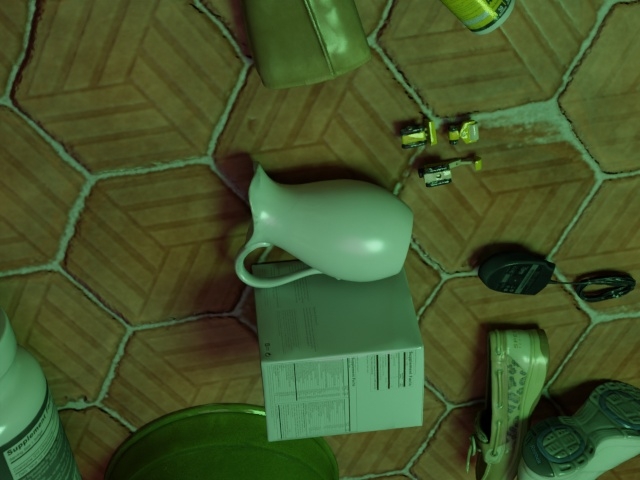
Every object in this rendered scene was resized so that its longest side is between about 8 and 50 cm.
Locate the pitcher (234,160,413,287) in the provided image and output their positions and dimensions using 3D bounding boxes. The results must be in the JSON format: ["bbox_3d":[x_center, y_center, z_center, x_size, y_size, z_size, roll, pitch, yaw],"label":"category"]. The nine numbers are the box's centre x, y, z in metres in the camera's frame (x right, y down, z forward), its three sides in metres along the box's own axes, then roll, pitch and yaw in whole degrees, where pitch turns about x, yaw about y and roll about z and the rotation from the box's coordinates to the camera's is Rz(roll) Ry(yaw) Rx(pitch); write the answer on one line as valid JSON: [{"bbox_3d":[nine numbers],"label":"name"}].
[{"bbox_3d":[0.000,0.000,1.510,0.207,0.125,0.177,12,127,-5],"label":"pitcher"}]

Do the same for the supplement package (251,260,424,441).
[{"bbox_3d":[0.020,0.137,1.568,0.203,0.194,0.149,-5,129,-3],"label":"supplement package"}]

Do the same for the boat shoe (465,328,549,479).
[{"bbox_3d":[0.260,0.248,1.754,0.089,0.104,0.285,6,116,-7],"label":"boat shoe"}]

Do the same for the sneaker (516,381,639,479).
[{"bbox_3d":[0.395,0.302,1.767,0.297,0.111,0.129,-14,140,-30],"label":"sneaker"}]

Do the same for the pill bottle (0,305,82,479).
[{"bbox_3d":[-0.452,0.260,1.590,0.210,0.210,0.363,-9,128,-1],"label":"pill bottle"}]

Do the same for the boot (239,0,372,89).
[{"bbox_3d":[0.011,-0.310,1.297,0.236,0.089,0.269,-8,128,14],"label":"boot"}]

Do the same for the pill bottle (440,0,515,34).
[{"bbox_3d":[0.160,-0.290,1.341,0.065,0.065,0.116,-40,122,21],"label":"pill bottle"}]

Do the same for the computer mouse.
[{"bbox_3d":[0.325,0.046,1.645,0.242,0.041,0.071,8,135,-22],"label":"computer mouse"}]

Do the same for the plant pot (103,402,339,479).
[{"bbox_3d":[-0.135,0.488,1.718,0.367,0.353,0.366,-3,127,-5],"label":"plant pot"}]

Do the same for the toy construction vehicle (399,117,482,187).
[{"bbox_3d":[0.151,-0.116,1.498,0.098,0.035,0.086,-13,117,-1],"label":"toy construction vehicle"}]
